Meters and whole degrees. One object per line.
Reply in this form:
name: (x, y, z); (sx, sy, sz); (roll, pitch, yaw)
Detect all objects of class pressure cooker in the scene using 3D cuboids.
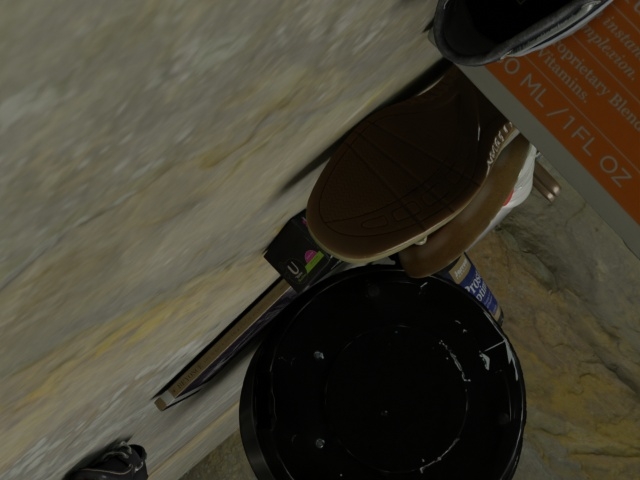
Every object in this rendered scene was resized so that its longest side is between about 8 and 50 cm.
pressure cooker: (0.069, 0.235, 1.518); (0.369, 0.376, 0.420); (-10, 169, -12)

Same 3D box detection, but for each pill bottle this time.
pill bottle: (0.193, 0.068, 1.713); (0.123, 0.219, 0.123); (-30, -158, 13)

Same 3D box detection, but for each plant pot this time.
plant pot: (0.167, -0.060, 1.322); (0.236, 0.032, 0.236); (-48, -163, 20)

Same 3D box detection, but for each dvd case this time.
dvd case: (-0.096, 0.114, 1.279); (0.221, 0.018, 0.164); (-44, 174, 6)

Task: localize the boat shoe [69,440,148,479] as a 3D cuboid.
boat shoe: (-0.253, 0.273, 1.280); (0.206, 0.075, 0.065); (68, 26, -77)

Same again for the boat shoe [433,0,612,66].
boat shoe: (0.167, -0.199, 0.554); (0.301, 0.108, 0.102); (-39, 178, 41)

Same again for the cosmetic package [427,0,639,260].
cosmetic package: (0.297, -0.215, 0.630); (0.161, 0.230, 0.453); (-34, 168, -48)

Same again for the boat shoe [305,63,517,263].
boat shoe: (0.096, -0.072, 0.872); (0.285, 0.104, 0.089); (-40, 170, -24)

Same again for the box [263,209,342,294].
box: (0.000, 0.000, 0.985); (0.083, 0.052, 0.062); (-34, 168, -47)

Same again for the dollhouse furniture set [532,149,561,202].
dollhouse furniture set: (0.541, -0.212, 1.885); (0.362, 0.256, 0.394); (-43, 173, 6)

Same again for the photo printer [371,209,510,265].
photo printer: (0.233, -0.020, 1.935); (0.307, 0.107, 0.256); (-41, 173, -20)

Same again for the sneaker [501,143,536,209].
sneaker: (0.220, -0.086, 1.606); (0.305, 0.114, 0.152); (-36, 149, -35)

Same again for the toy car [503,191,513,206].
toy car: (0.276, -0.145, 1.451); (0.239, 0.053, 0.225); (-52, 161, -11)
